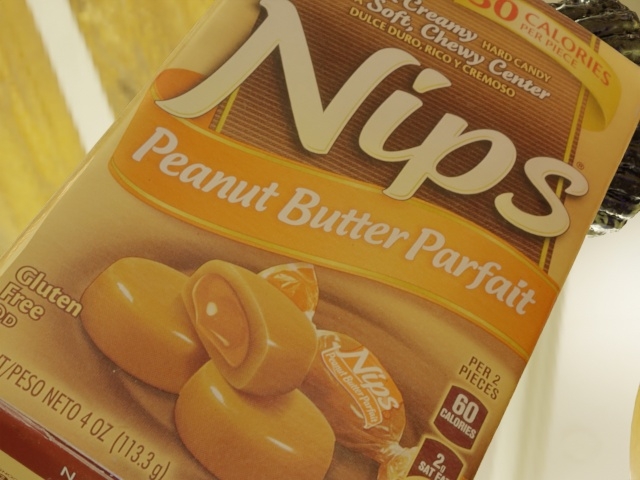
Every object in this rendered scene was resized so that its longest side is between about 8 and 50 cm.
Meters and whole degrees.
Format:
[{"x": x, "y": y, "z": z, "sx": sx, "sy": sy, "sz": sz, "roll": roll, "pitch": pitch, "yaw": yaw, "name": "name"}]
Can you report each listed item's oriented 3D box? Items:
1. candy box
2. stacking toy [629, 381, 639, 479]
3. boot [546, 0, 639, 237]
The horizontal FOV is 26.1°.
[{"x": 0.000, "y": 0.000, "z": 0.565, "sx": 0.316, "sy": 0.183, "sz": 0.087, "roll": -58, "pitch": 3, "yaw": -37, "name": "candy box"}, {"x": 0.228, "y": 0.064, "z": 0.478, "sx": 0.350, "sy": 0.480, "sz": 0.350, "roll": 55, "pitch": -178, "yaw": -3, "name": "stacking toy"}, {"x": 0.116, "y": -0.142, "z": 0.859, "sx": 0.260, "sy": 0.131, "sz": 0.348, "roll": -13, "pitch": -53, "yaw": -34, "name": "boot"}]
